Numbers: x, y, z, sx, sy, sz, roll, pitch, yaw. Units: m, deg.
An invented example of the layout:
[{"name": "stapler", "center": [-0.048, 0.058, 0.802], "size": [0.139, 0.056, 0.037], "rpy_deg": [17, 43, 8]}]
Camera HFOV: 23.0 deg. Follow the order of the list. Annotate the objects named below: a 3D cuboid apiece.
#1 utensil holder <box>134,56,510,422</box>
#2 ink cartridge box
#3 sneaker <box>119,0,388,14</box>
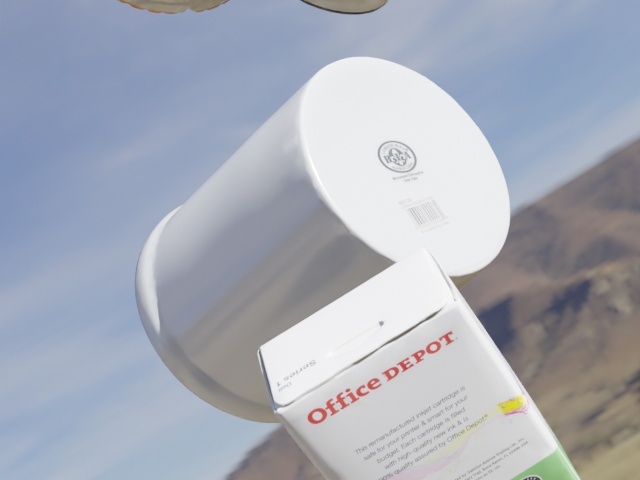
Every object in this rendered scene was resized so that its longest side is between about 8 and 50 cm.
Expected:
[{"name": "utensil holder", "center": [0.000, 0.000, 1.957], "size": [0.327, 0.328, 0.385], "rpy_deg": [-22, -16, -45]}, {"name": "ink cartridge box", "center": [0.097, 0.173, 1.535], "size": [0.201, 0.278, 0.117], "rpy_deg": [-32, 31, 6]}, {"name": "sneaker", "center": [-0.050, -0.239, 1.160], "size": [0.262, 0.099, 0.121], "rpy_deg": [-4, -30, -23]}]
